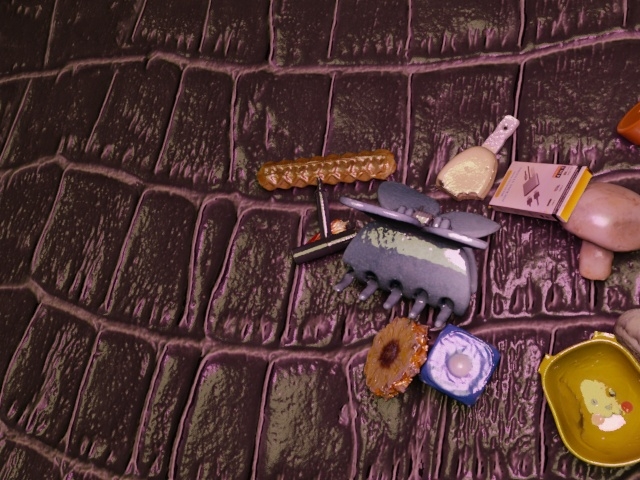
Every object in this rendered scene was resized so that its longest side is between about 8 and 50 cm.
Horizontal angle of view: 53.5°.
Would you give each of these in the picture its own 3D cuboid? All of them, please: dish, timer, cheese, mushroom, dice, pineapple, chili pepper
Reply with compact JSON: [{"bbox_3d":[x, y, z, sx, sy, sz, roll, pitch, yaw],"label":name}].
[{"bbox_3d":[0.592,0.335,1.339,0.221,0.108,0.262,-30,69,12],"label":"dish"},{"bbox_3d":[0.787,-0.247,1.458,0.152,0.132,0.132,42,88,-4],"label":"timer"},{"bbox_3d":[0.402,-0.202,1.561,0.127,0.050,0.255,39,87,20],"label":"cheese"},{"bbox_3d":[0.633,-0.032,1.408,0.206,0.209,0.206,-12,40,11],"label":"mushroom"},{"bbox_3d":[0.306,0.276,1.409,0.143,0.146,0.146,28,83,17],"label":"dice"},{"bbox_3d":[0.163,0.263,1.432,0.047,0.221,0.221,33,84,-20],"label":"pineapple"},{"bbox_3d":[0.000,0.000,1.616,0.178,0.027,0.045,-36,85,2],"label":"chili pepper"}]

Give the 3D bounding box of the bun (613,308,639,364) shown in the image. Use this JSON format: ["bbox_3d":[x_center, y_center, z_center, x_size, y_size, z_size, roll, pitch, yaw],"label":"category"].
[{"bbox_3d":[0.700,0.219,1.299,0.118,0.195,0.195,-33,71,7],"label":"bun"}]

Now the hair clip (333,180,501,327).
[{"bbox_3d":[0.212,0.033,1.436,0.318,0.392,0.238,19,106,15],"label":"hair clip"}]

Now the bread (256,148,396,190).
[{"bbox_3d":[0.012,-0.182,1.637,0.368,0.077,0.084,-5,76,13],"label":"bread"}]

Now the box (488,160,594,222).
[{"bbox_3d":[0.485,-0.116,1.444,0.129,0.033,0.247,-60,28,-6],"label":"box"}]

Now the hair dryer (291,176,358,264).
[{"bbox_3d":[-0.010,-0.054,1.586,0.173,0.050,0.195,-20,81,2],"label":"hair dryer"}]
